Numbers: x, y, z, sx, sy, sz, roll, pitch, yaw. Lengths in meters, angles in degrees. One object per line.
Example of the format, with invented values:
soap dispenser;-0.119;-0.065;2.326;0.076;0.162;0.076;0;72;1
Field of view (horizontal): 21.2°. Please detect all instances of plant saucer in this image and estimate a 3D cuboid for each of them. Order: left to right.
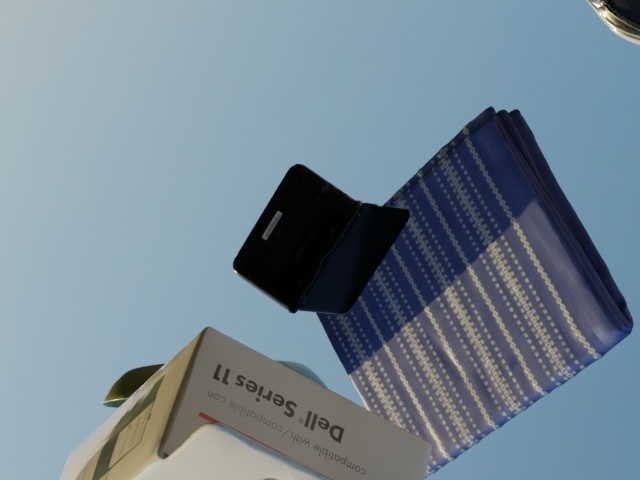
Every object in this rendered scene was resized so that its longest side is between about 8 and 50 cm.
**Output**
plant saucer;-0.108;0.150;1.780;0.241;0.241;0.037;-11;-103;47

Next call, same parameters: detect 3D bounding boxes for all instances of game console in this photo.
game console;0.000;0.000;1.522;0.122;0.107;0.071;-58;173;22

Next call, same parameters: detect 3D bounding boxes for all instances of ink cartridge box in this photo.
ink cartridge box;-0.059;0.193;1.302;0.353;0.207;0.119;-41;-155;51

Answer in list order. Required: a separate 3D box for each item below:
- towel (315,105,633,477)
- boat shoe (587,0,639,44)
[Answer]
towel;0.131;0.057;1.608;0.040;0.243;0.336;-14;160;-43
boat shoe;0.263;-0.254;1.599;0.065;0.183;0.083;-46;157;6
